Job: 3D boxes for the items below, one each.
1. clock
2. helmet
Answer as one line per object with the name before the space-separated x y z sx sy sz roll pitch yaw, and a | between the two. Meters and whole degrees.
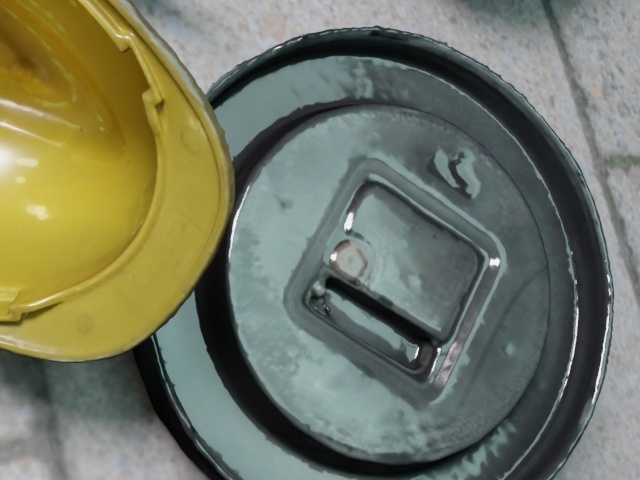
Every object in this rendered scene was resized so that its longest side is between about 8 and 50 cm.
clock | 0.036 0.027 0.679 0.319 0.066 0.319 4 79 -22
helmet | -0.162 -0.070 0.559 0.257 0.205 0.140 34 19 -10
